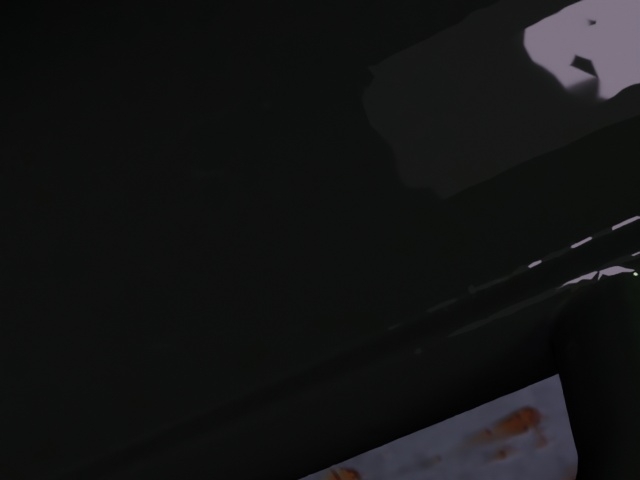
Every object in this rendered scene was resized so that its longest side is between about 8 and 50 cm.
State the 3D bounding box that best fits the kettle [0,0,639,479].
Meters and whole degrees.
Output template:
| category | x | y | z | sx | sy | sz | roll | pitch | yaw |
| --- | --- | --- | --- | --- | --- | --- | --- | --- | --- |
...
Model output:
| category | x | y | z | sx | sy | sz | roll | pitch | yaw |
| --- | --- | --- | --- | --- | --- | --- | --- | --- | --- |
| kettle | 0.004 | -0.002 | 0.503 | 0.308 | 0.203 | 0.262 | -27 | 82 | 16 |
